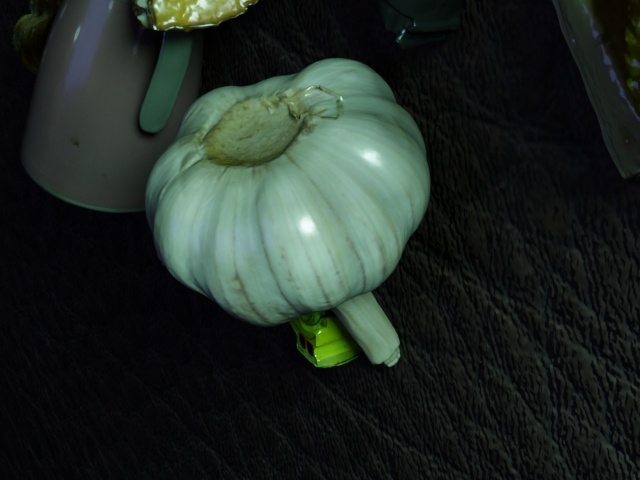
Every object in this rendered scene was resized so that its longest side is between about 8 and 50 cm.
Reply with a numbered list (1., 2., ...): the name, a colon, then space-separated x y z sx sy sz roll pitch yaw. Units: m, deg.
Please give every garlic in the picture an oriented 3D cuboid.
1. garlic: 0.000 0.000 1.026 0.199 0.199 0.226 42 166 51

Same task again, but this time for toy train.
1. toy train: -0.043 0.010 1.192 0.249 0.053 0.085 43 140 51

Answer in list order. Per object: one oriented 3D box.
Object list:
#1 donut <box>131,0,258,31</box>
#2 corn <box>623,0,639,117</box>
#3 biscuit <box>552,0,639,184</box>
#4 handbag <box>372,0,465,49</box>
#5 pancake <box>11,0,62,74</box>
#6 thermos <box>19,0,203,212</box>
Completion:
1. donut: -0.087 -0.254 1.112 0.085 0.141 0.217 167 102 -72
2. corn: 0.189 -0.205 0.611 0.120 0.120 0.363 37 134 54
3. biscuit: 0.150 -0.121 0.782 0.056 0.052 0.188 112 144 -71
4. handbag: 0.035 -0.271 0.926 0.247 0.080 0.223 62 148 34
5. pancake: -0.279 -0.288 1.552 0.266 0.057 0.245 13 109 62
6. thermos: -0.158 -0.161 1.271 0.176 0.145 0.265 60 141 42
